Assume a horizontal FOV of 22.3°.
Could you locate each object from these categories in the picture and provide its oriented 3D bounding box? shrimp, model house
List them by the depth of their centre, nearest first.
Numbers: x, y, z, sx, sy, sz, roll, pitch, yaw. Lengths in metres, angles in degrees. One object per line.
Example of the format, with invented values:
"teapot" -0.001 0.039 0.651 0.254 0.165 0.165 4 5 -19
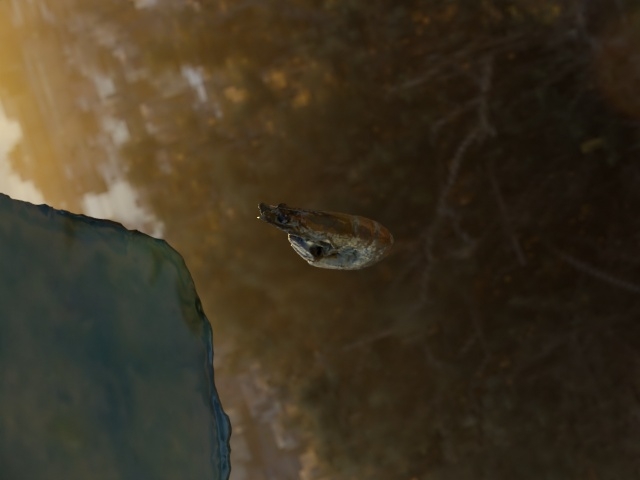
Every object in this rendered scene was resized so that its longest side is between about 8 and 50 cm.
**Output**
"shrimp" 0.000 0.000 1.135 0.059 0.108 0.023 -51 35 46
"model house" -0.228 0.139 1.155 0.241 0.226 0.261 -28 57 36
